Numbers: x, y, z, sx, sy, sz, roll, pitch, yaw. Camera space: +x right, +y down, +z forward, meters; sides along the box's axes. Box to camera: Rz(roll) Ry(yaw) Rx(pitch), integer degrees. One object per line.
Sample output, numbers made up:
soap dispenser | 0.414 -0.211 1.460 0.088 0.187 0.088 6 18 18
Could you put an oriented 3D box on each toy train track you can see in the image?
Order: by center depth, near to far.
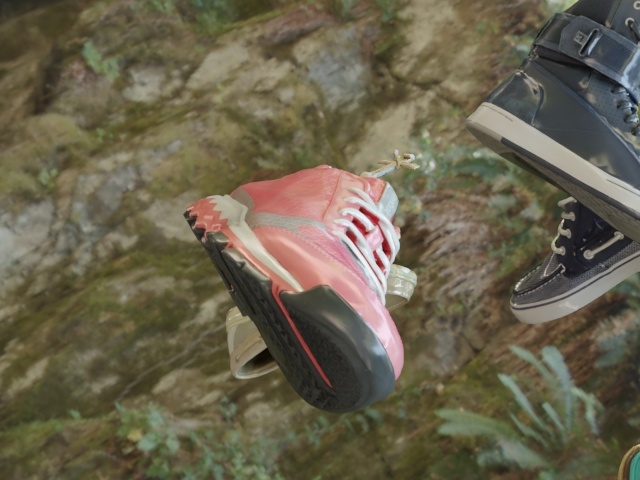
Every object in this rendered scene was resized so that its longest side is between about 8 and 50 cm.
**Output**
toy train track | 0.068 -0.078 0.906 0.048 0.083 0.014 13 -62 38

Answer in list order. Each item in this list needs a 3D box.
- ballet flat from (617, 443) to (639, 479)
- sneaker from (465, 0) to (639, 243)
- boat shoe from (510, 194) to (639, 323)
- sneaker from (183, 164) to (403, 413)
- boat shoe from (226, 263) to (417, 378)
ballet flat | 0.285 0.256 0.638 0.232 0.080 0.073 61 -7 23
sneaker | 0.246 -0.096 0.685 0.226 0.163 0.086 39 1 26
boat shoe | 0.361 -0.019 1.209 0.158 0.127 0.340 48 -53 -8
sneaker | 0.000 -0.001 0.590 0.116 0.136 0.314 62 -9 -21
boat shoe | -0.004 0.107 1.130 0.302 0.109 0.098 -21 -122 36
